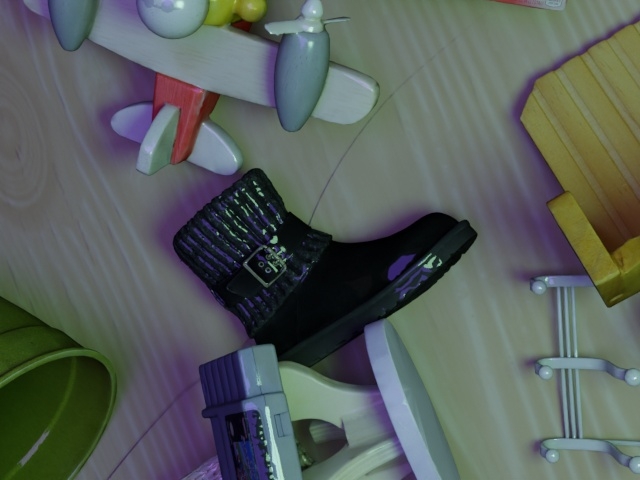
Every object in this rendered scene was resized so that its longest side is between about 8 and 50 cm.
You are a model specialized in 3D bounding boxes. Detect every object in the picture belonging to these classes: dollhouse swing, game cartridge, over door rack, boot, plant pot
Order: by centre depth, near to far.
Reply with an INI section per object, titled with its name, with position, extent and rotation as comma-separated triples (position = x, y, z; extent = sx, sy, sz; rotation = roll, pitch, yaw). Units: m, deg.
[dollhouse swing]
position = 0.389, -0.147, 1.285
extent = 0.347, 0.315, 0.304
rotation = -30, 73, 11
[game cartridge]
position = -0.071, 0.306, 1.371
extent = 0.068, 0.230, 0.354
rotation = -10, 82, -15
[over door rack]
position = 0.422, 0.153, 1.411
extent = 0.324, 0.108, 0.239
rotation = -3, 98, 13
[boot]
position = -0.002, 0.001, 1.505
extent = 0.348, 0.131, 0.260
rotation = -35, 84, 12
[plant pot]
position = -0.527, 0.192, 1.547
extent = 0.353, 0.366, 0.366
rotation = 36, 99, 22

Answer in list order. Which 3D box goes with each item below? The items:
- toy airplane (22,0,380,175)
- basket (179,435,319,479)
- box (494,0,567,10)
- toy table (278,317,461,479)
[toy airplane]
position = -0.165, -0.261, 1.463
extent = 0.386, 0.272, 0.384
rotation = -24, 87, 12
[basket]
position = -0.097, 0.320, 1.548
extent = 0.167, 0.113, 0.103
rotation = -35, 80, 11
[box]
position = 0.161, -0.394, 1.394
extent = 0.300, 0.142, 0.154
rotation = 9, 132, 2
[toy table]
position = 0.059, 0.247, 1.436
extent = 0.161, 0.252, 0.274
rotation = -21, 92, 10
